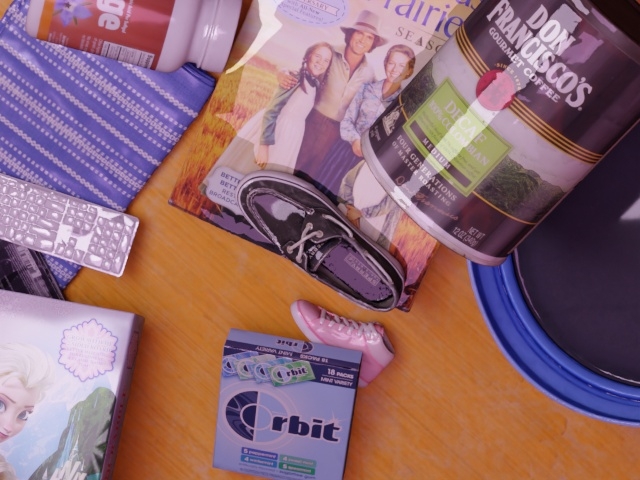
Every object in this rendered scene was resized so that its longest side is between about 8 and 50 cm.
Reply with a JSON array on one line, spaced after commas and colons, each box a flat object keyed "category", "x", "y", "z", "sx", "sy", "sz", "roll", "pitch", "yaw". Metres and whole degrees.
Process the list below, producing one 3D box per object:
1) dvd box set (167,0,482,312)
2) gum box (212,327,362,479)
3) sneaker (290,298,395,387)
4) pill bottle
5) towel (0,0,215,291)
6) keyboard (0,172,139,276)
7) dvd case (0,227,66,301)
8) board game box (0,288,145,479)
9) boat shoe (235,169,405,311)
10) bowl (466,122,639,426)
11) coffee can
[{"category": "dvd box set", "x": 0.049, "y": -0.166, "z": 1.800, "sx": 0.307, "sy": 0.062, "sz": 0.420, "roll": 25, "pitch": 107, "yaw": 0}, {"category": "gum box", "x": -0.040, "y": 0.198, "z": 1.896, "sx": 0.157, "sy": 0.041, "sz": 0.184, "roll": 10, "pitch": 124, "yaw": 5}, {"category": "sneaker", "x": 0.031, "y": 0.103, "z": 1.880, "sx": 0.070, "sy": 0.051, "sz": 0.134, "roll": -40, "pitch": 104, "yaw": 20}, {"category": "pill bottle", "x": -0.199, "y": -0.250, "z": 1.751, "sx": 0.216, "sy": 0.121, "sz": 0.121, "roll": 14, "pitch": 107, "yaw": -10}, {"category": "towel", "x": -0.304, "y": -0.130, "z": 1.877, "sx": 0.243, "sy": 0.040, "sz": 0.336, "roll": 38, "pitch": 109, "yaw": -5}, {"category": "keyboard", "x": -0.339, "y": -0.030, "z": 1.874, "sx": 0.256, "sy": 0.014, "sz": 0.072, "roll": 18, "pitch": 86, "yaw": 1}, {"category": "dvd case", "x": -0.406, "y": 0.093, "z": 1.942, "sx": 0.221, "sy": 0.018, "sz": 0.164, "roll": -21, "pitch": 106, "yaw": 17}, {"category": "board game box", "x": -0.388, "y": 0.212, "z": 1.861, "sx": 0.319, "sy": 0.066, "sz": 0.318, "roll": 9, "pitch": 82, "yaw": 6}, {"category": "boat shoe", "x": 0.000, "y": 0.000, "z": 1.784, "sx": 0.219, "sy": 0.070, "sz": 0.078, "roll": 34, "pitch": 107, "yaw": -3}, {"category": "bowl", "x": 0.349, "y": 0.003, "z": 1.740, "sx": 0.391, "sy": 0.077, "sz": 0.391, "roll": 3, "pitch": 97, "yaw": 25}, {"category": "coffee can", "x": 0.203, "y": -0.138, "z": 1.639, "sx": 0.201, "sy": 0.201, "sz": 0.275, "roll": 40, "pitch": 112, "yaw": -4}]
